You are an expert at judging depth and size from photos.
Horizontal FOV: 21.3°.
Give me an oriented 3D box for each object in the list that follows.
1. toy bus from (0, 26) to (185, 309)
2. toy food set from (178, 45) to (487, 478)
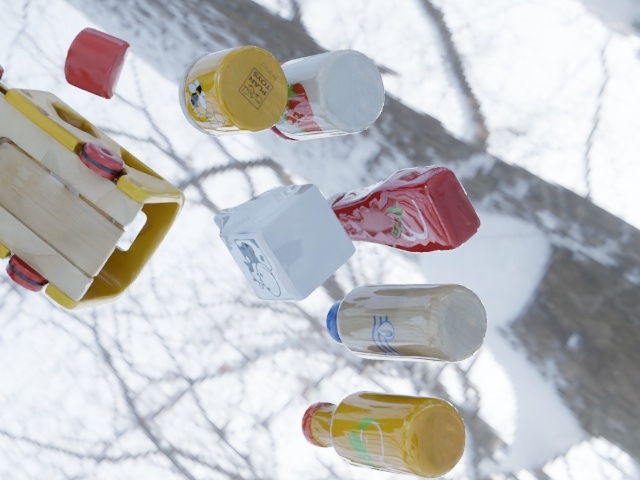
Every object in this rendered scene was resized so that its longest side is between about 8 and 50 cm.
[{"bbox_3d":[-0.186,-0.046,1.081,0.104,0.190,0.202,-5,-93,-73],"label":"toy bus"},{"bbox_3d":[0.000,0.000,0.842,0.111,0.104,0.232,-43,-68,-28],"label":"toy food set"}]
